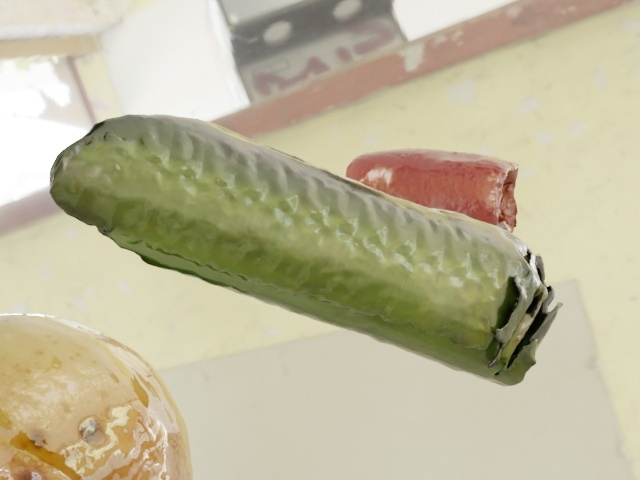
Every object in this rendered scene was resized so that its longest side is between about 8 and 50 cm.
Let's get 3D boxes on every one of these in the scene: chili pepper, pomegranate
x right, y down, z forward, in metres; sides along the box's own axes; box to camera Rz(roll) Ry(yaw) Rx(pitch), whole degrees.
[{"bbox_3d":[0.100,-0.063,1.369,0.338,0.135,0.131,6,11,28],"label":"chili pepper"},{"bbox_3d":[-0.342,0.235,1.074,0.409,0.410,0.410,-20,6,2],"label":"pomegranate"}]

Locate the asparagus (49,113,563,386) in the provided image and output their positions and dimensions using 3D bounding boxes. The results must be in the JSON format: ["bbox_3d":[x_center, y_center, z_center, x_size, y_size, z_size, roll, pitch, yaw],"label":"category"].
[{"bbox_3d":[0.000,0.000,0.689,0.108,0.381,0.128,-57,23,33],"label":"asparagus"}]
